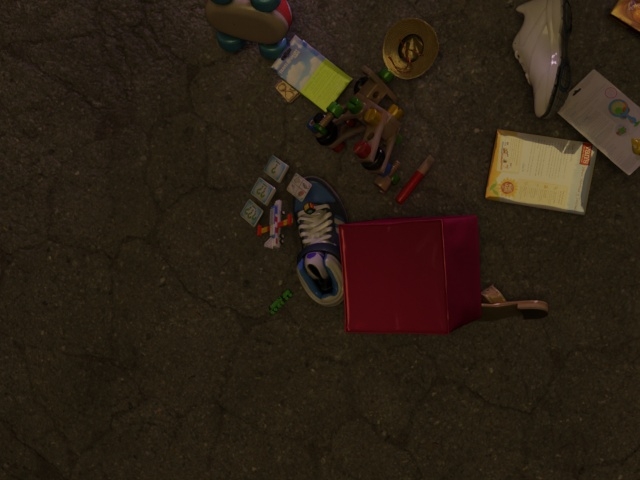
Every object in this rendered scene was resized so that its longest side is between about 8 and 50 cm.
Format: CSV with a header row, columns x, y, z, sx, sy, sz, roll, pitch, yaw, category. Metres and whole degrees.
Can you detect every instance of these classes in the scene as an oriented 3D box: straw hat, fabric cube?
x,y,z,sx,sy,sz,roll,pitch,yaw,category
0.222,-0.467,1.901,0.144,0.061,0.145,5,107,18,straw hat
0.211,0.074,1.813,0.259,0.258,0.254,-1,94,28,fabric cube

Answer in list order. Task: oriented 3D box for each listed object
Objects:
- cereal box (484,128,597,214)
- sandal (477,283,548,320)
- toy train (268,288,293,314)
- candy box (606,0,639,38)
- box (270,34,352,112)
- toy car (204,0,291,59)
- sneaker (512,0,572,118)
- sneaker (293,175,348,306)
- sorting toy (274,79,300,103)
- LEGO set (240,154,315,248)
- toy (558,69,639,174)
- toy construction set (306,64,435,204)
x,y,z,sx,sy,sz,roll,pitch,yaw,category
0.527,-0.164,1.882,0.240,0.047,0.173,11,96,7,cereal box
0.435,0.145,1.916,0.239,0.088,0.079,-2,59,23,sandal
-0.104,0.158,2.027,0.083,0.017,0.024,-44,77,10,toy train
0.766,-0.570,1.809,0.109,0.053,0.187,35,98,6,candy box
-0.022,-0.411,1.944,0.178,0.042,0.109,38,95,-1,box
-0.153,-0.610,1.909,0.210,0.219,0.238,13,68,8,toy car
0.518,-0.428,1.840,0.129,0.111,0.297,0,82,31,sneaker
0.000,0.000,1.885,0.130,0.236,0.323,-14,92,10,sneaker
-0.067,-0.395,1.978,0.083,0.012,0.062,-42,90,10,sorting toy
-0.112,-0.092,1.919,0.244,0.060,0.183,40,103,45,LEGO set
0.678,-0.271,1.838,0.137,0.056,0.237,-43,71,-1,toy
0.150,-0.272,1.868,0.309,0.257,0.237,40,87,-16,toy construction set
